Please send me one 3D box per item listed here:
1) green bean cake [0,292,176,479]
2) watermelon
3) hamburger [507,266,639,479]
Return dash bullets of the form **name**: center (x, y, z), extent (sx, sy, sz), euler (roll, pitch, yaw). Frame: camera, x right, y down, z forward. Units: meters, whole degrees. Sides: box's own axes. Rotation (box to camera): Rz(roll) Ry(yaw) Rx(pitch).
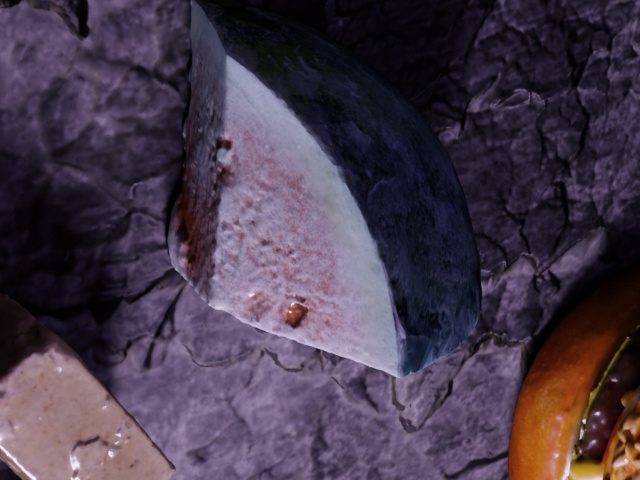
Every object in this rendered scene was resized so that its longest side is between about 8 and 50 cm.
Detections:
- **green bean cake**: center (-0.188, 0.123, 1.219), extent (0.085, 0.109, 0.179), euler (-46, 129, -14)
- **watermelon**: center (0.000, 0.000, 1.266), extent (0.213, 0.290, 0.320), euler (-30, 145, 11)
- **hamburger**: center (0.348, 0.191, 1.573), extent (0.330, 0.250, 0.330), euler (-15, 116, -33)
